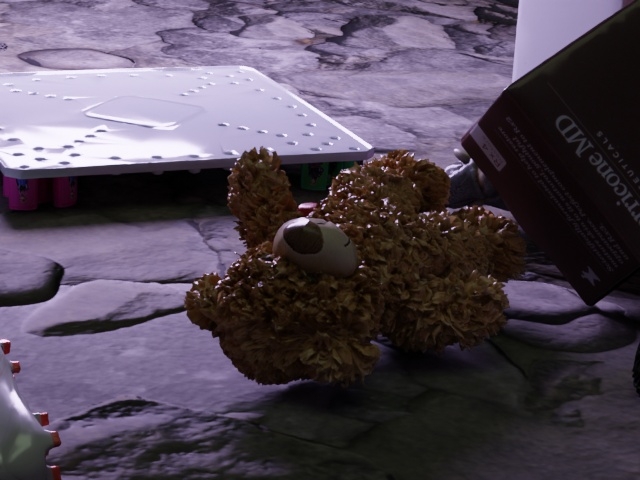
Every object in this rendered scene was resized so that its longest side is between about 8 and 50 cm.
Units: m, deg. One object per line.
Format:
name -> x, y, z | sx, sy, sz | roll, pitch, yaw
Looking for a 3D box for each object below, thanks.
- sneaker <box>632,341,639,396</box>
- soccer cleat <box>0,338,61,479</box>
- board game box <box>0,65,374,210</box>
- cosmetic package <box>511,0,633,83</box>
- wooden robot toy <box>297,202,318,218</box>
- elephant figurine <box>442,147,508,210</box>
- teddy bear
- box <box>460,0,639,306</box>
sneaker -> 0.298, 0.114, 1.266 | 0.075, 0.057, 0.161 | 13, 11, -27
soccer cleat -> -0.233, 0.113, 1.138 | 0.076, 0.068, 0.196 | -8, 24, -23
board game box -> -0.193, -0.119, 1.868 | 0.389, 0.050, 0.390 | -4, 20, -23
cosmetic package -> 0.340, -0.268, 1.886 | 0.217, 0.385, 0.156 | -10, 24, -42
wooden robot toy -> 0.000, 0.000, 1.520 | 0.173, 0.076, 0.079 | -6, 9, -27
elephant figurine -> 0.215, -0.076, 1.680 | 0.186, 0.169, 0.239 | 27, -8, -21
teddy bear -> 0.042, 0.005, 1.368 | 0.338, 0.113, 0.245 | -6, 51, -43
box -> 0.334, -0.133, 1.510 | 0.381, 0.191, 0.143 | -35, -7, -19
